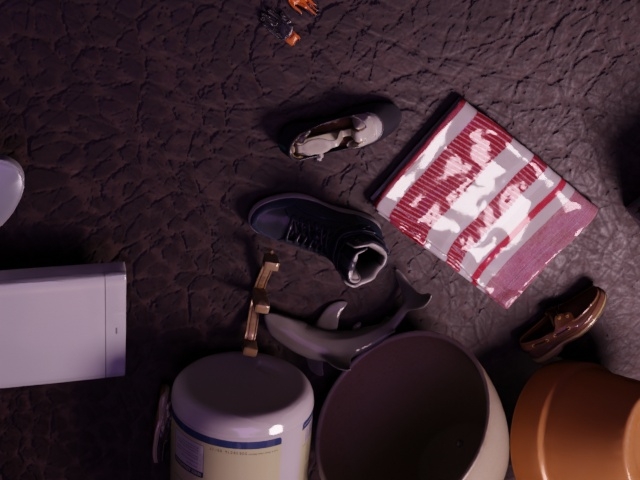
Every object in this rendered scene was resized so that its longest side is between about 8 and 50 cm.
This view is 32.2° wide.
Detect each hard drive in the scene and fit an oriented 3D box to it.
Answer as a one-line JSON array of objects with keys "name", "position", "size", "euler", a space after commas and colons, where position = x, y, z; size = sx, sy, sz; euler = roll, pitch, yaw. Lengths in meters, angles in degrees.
[{"name": "hard drive", "position": [-0.488, 0.142, 1.755], "size": [0.353, 0.047, 0.233], "euler": [-4, 132, -15]}]

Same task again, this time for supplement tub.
[{"name": "supplement tub", "position": [-0.136, 0.377, 1.869], "size": [0.235, 0.235, 0.324], "euler": [0, 115, -9]}]

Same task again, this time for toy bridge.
[{"name": "toy bridge", "position": [-0.100, 0.098, 1.840], "size": [0.026, 0.063, 0.188], "euler": [9, 115, -13]}]

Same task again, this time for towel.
[{"name": "towel", "position": [0.276, -0.055, 1.847], "size": [0.329, 0.037, 0.237], "euler": [36, 104, -22]}]

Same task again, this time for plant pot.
[{"name": "plant pot", "position": [0.496, 0.350, 1.900], "size": [0.291, 0.203, 0.291], "euler": [5, 82, -38]}]

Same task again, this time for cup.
[{"name": "cup", "position": [0.191, 0.354, 1.892], "size": [0.331, 0.331, 0.237], "euler": [-39, 133, 9]}]

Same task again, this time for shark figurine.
[{"name": "shark figurine", "position": [0.060, 0.170, 1.875], "size": [0.278, 0.116, 0.166], "euler": [-15, 118, -1]}]

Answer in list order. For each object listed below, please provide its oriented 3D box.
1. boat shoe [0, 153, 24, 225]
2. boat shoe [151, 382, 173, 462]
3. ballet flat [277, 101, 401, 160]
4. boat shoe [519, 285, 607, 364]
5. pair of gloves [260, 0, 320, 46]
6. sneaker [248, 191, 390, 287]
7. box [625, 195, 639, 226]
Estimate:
[{"name": "boat shoe", "position": [-0.563, -0.035, 1.682], "size": [0.113, 0.105, 0.306], "euler": [37, 111, -26]}, {"name": "boat shoe", "position": [-0.264, 0.321, 1.922], "size": [0.049, 0.056, 0.152], "euler": [7, 113, -7]}, {"name": "ballet flat", "position": [0.034, -0.165, 1.737], "size": [0.203, 0.074, 0.074], "euler": [-13, 116, -4]}, {"name": "boat shoe", "position": [0.425, 0.143, 1.946], "size": [0.060, 0.064, 0.178], "euler": [39, 106, -25]}, {"name": "pair of gloves", "position": [-0.046, -0.342, 1.674], "size": [0.074, 0.010, 0.083], "euler": [34, 108, -23]}, {"name": "sneaker", "position": [0.001, -0.002, 1.757], "size": [0.226, 0.163, 0.086], "euler": [9, 115, -11]}, {"name": "box", "position": [0.635, -0.001, 1.812], "size": [0.142, 0.247, 0.163], "euler": [-42, 114, 9]}]
